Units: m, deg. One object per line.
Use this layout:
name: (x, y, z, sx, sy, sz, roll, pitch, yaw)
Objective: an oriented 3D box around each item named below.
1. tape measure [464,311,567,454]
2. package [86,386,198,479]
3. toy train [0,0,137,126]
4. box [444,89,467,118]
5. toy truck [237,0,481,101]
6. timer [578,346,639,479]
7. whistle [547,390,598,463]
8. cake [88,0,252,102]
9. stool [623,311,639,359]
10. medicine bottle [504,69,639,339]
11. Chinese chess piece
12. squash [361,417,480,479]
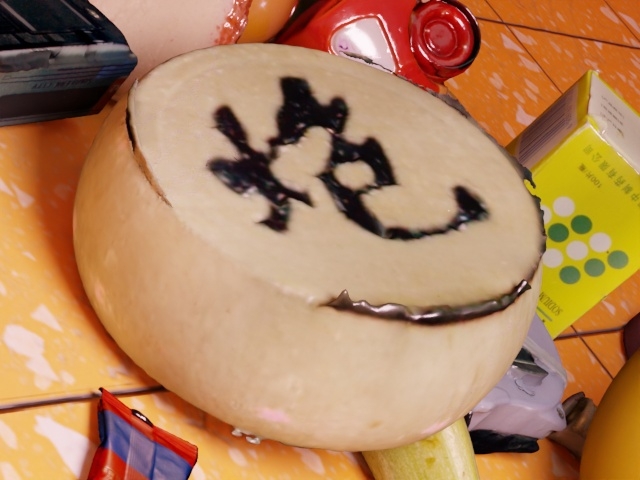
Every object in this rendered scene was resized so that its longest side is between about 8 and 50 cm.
tape measure: (0.125, 0.094, 1.663, 0.182, 0.107, 0.181, 7, 50, -50)
package: (-0.119, 0.169, 1.249, 0.083, 0.022, 0.200, 37, 24, -18)
toy train: (-0.275, -0.122, 1.389, 0.086, 0.089, 0.409, 45, 24, 13)
box: (0.117, -0.139, 2.110, 0.105, 0.037, 0.105, 36, 26, -20)
toy truck: (-0.010, -0.205, 1.849, 0.239, 0.189, 0.264, -28, 93, -29)
timer: (0.395, 0.214, 1.633, 0.376, 0.376, 0.387, 54, 18, 21)
whistle: (0.343, 0.256, 1.807, 0.326, 0.057, 0.068, 40, 27, -12)
cake: (-0.168, -0.256, 1.693, 0.158, 0.159, 0.262, 20, 32, -39)
stool: (0.471, 0.132, 2.062, 0.272, 0.178, 0.272, 34, 26, -19)
medicine bottle: (0.206, -0.015, 1.795, 0.137, 0.250, 0.141, 41, 26, -13)
Chinese chess piece: (-0.006, -0.006, 1.442, 0.349, 0.146, 0.349, 16, 35, -11)
squash: (0.082, 0.193, 1.479, 0.094, 0.094, 0.224, 19, 42, -45)
